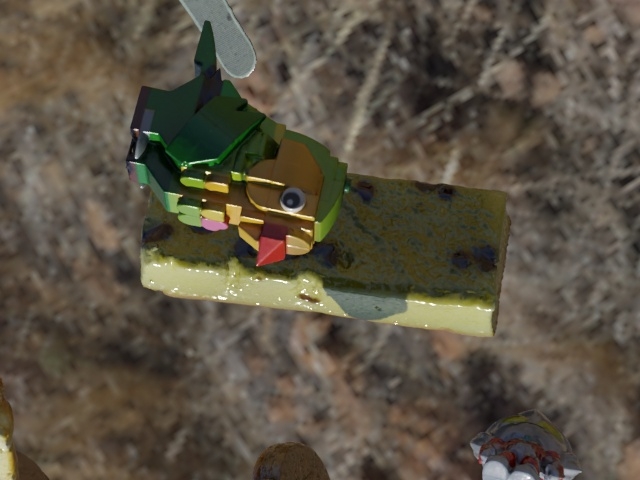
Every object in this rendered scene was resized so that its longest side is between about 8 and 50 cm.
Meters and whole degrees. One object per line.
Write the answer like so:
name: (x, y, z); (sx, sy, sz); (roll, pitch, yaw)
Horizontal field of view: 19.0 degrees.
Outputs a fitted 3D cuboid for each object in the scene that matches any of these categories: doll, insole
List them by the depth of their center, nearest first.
doll: (-0.064, -0.065, 1.490); (0.186, 0.134, 0.106); (39, 160, 14)
doll: (0.163, 0.177, 1.538); (0.094, 0.180, 0.079); (12, 92, 10)
insole: (-0.143, -0.296, 2.270); (0.080, 0.003, 0.232); (-25, 94, 40)

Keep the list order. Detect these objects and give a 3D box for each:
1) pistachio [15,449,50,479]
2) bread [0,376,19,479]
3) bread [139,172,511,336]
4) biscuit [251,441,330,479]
pistachio: (-0.398, 0.286, 1.965); (0.163, 0.261, 0.212); (75, 174, -51)
bread: (-0.263, 0.165, 1.422); (0.188, 0.068, 0.125); (93, 158, -43)
bread: (0.000, 0.000, 1.872); (0.361, 0.138, 0.077); (7, 152, 7)
biscuit: (-0.036, 0.268, 1.759); (0.050, 0.170, 0.170); (-9, 112, 22)
